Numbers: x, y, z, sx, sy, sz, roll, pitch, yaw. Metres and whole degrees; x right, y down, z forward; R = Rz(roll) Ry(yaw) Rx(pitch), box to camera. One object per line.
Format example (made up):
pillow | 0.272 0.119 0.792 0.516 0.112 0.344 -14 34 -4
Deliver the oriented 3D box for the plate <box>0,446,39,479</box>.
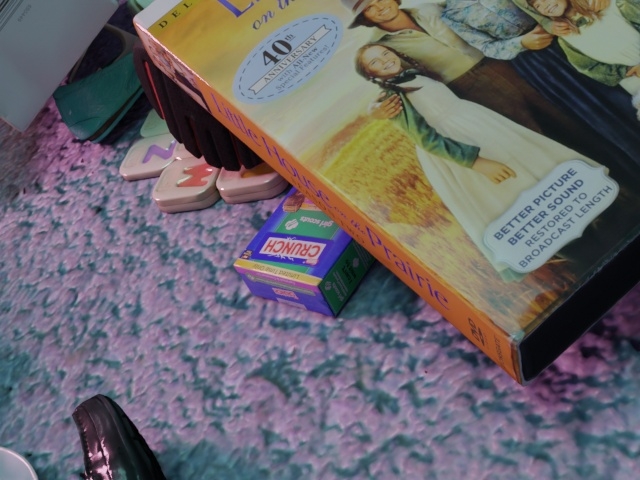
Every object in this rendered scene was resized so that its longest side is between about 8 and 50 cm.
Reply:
plate | -0.278 0.233 0.780 0.188 0.024 0.188 -18 40 16

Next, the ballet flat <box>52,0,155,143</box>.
ballet flat | -0.191 -0.212 1.152 0.247 0.087 0.083 -50 24 -23

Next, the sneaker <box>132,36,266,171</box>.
sneaker | -0.016 -0.130 0.928 0.314 0.116 0.136 18 47 26

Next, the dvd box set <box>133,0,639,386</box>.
dvd box set | 0.100 -0.136 0.768 0.308 0.062 0.420 -39 55 -11

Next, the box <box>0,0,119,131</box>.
box | -0.351 -0.290 1.162 0.168 0.215 0.345 -49 23 12

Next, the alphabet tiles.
alphabet tiles | -0.061 -0.140 1.047 0.278 0.021 0.284 -7 44 28

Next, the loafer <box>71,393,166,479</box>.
loafer | -0.130 0.184 0.693 0.078 0.076 0.223 -28 41 -8

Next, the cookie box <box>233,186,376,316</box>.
cookie box | 0.000 0.000 0.837 0.092 0.040 0.107 12 56 40
